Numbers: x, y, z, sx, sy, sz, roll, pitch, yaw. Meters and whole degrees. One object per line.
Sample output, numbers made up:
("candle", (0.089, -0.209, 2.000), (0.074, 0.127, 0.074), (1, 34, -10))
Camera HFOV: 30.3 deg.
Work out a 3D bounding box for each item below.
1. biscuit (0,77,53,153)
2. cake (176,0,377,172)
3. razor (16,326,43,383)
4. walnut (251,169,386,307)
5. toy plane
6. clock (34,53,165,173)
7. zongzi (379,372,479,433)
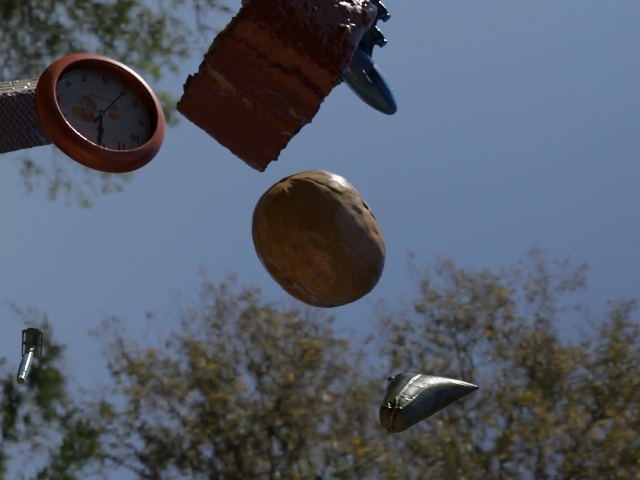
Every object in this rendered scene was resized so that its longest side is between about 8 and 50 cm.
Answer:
("biscuit", (-0.473, -0.195, 1.847), (0.062, 0.239, 0.108), (24, -66, 29))
("cake", (-0.047, -0.211, 1.366), (0.151, 0.177, 0.283), (38, -29, -4))
("razor", (-0.547, 0.226, 2.202), (0.135, 0.040, 0.068), (-97, -166, -62))
("walnut", (0.000, 0.000, 1.797), (0.221, 0.195, 0.195), (48, -34, -8))
("toy plane", (0.015, -0.276, 1.617), (0.254, 0.105, 0.271), (-41, -113, 4))
("clock", (-0.328, -0.190, 1.761), (0.051, 0.205, 0.205), (-43, -121, 45))
("zongzi", (0.130, 0.195, 1.402), (0.104, 0.113, 0.052), (-64, 154, -67))
